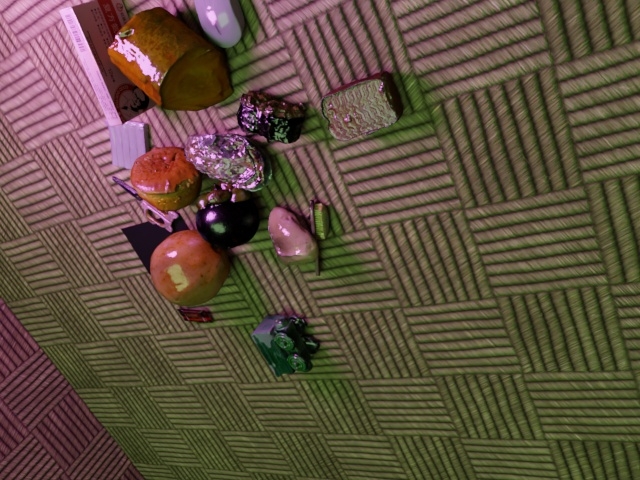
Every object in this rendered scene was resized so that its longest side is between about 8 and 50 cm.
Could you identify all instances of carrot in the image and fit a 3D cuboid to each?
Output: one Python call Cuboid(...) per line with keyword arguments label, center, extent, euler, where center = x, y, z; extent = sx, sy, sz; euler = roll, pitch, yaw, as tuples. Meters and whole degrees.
Cuboid(label="carrot", center=(-0.445, -0.526, 1.591), extent=(0.340, 0.241, 0.241), euler=(39, 130, -1))

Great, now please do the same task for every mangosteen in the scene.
Cuboid(label="mangosteen", center=(-0.323, -0.088, 1.854), extent=(0.243, 0.243, 0.243), euler=(13, 127, 18))

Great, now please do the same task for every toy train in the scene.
Cuboid(label="toy train", center=(-0.131, 0.418, 2.150), extent=(0.201, 0.145, 0.266), euler=(-12, 115, 36))

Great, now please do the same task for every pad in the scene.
Cuboid(label="pad", center=(-0.651, 0.023, 2.225), extent=(0.367, 0.007, 0.248), euler=(-11, 117, 32))

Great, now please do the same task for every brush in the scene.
Cuboid(label="brush", center=(0.001, 0.001, 1.849), extent=(0.067, 0.072, 0.313), euler=(2, 125, 9))

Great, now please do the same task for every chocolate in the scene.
Cuboid(label="chocolate", center=(0.115, -0.377, 1.507), extent=(0.214, 0.093, 0.148), euler=(-11, 115, 31))
Cuboid(label="chocolate", center=(-0.559, 0.334, 2.381), extent=(0.182, 0.028, 0.086), euler=(-5, 127, 30))

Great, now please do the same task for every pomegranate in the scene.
Cuboid(label="pomegranate", center=(-0.492, 0.102, 2.035), extent=(0.307, 0.307, 0.307), euler=(13, 127, 18))

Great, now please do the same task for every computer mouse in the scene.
Cuboid(label="computer mouse", center=(-0.297, -0.669, 1.526), extent=(0.128, 0.079, 0.231), euler=(-12, 113, 30))

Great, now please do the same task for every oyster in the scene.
Cuboid(label="oyster", center=(-0.321, -0.280, 1.776), extent=(0.351, 0.162, 0.158), euler=(24, 171, 20))

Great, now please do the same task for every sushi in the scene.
Cuboid(label="sushi", center=(-0.159, -0.372, 1.614), extent=(0.212, 0.147, 0.115), euler=(24, 130, 15))

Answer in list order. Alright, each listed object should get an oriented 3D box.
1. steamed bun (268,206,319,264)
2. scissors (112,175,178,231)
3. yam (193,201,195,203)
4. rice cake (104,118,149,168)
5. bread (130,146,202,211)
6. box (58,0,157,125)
Cuboid(label="steamed bun", center=(-0.105, 0.010, 1.831), extent=(0.212, 0.110, 0.231), euler=(17, 133, 53))
Cuboid(label="scissors", center=(-0.697, -0.159, 2.110), extent=(0.317, 0.024, 0.160), euler=(37, 131, 3))
Cuboid(label="yam", center=(-0.460, -0.147, 1.994), extent=(0.145, 0.032, 0.032), euler=(11, 126, 19))
Cuboid(label="rice cake", center=(-0.706, -0.353, 1.970), extent=(0.189, 0.037, 0.198), euler=(13, 126, 18))
Cuboid(label="bread", center=(-0.526, -0.218, 1.847), extent=(0.268, 0.268, 0.146), euler=(14, 138, 17))
Cuboid(label="box", center=(-0.646, -0.564, 1.678), extent=(0.069, 0.214, 0.353), euler=(1, 122, 25))
